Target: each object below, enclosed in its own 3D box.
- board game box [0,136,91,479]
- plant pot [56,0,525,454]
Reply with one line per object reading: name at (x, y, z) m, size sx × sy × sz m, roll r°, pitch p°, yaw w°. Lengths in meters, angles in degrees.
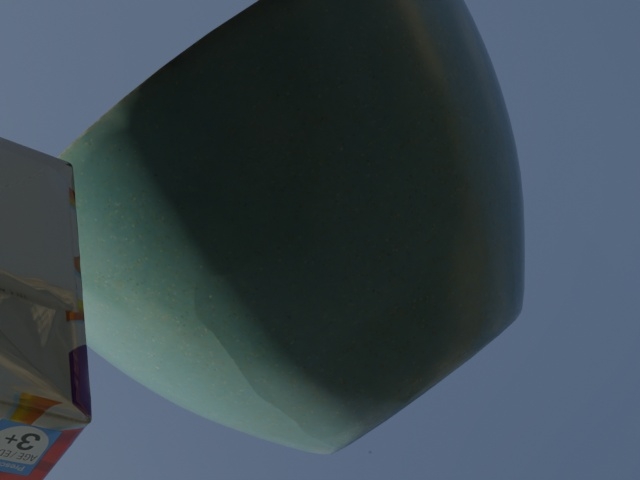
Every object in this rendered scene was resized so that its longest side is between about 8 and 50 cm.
board game box at (-0.221, 0.085, 0.546) m, size 0.144 × 0.275 × 0.142 m, roll 20°, pitch -144°, yaw -30°
plant pot at (0.000, 0.000, 0.761) m, size 0.290 × 0.290 × 0.195 m, roll -37°, pitch -94°, yaw -4°
